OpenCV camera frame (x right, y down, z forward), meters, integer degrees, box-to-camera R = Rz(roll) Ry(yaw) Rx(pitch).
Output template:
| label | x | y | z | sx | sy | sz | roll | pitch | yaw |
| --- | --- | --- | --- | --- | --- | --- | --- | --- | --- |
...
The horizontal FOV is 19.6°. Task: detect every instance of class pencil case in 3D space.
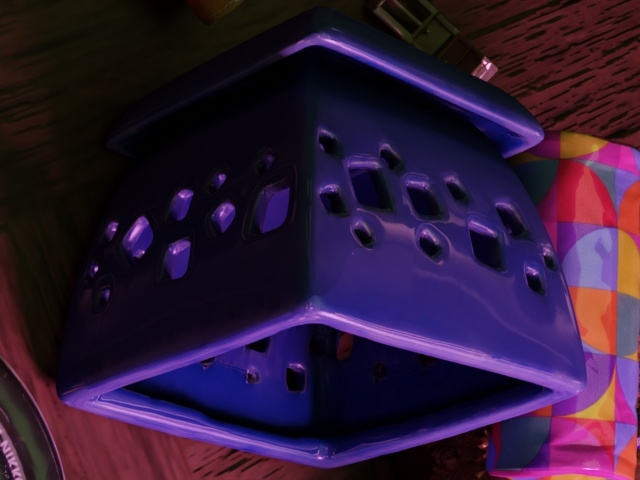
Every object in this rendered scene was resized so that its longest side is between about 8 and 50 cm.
| label | x | y | z | sx | sy | sz | roll | pitch | yaw |
| --- | --- | --- | --- | --- | --- | --- | --- | --- | --- |
| pencil case | 0.158 | 0.044 | 1.194 | 0.104 | 0.104 | 0.236 | 16 | 72 | -40 |

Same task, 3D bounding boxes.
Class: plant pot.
| label | x | y | z | sx | sy | sz | roll | pitch | yaw |
| --- | --- | --- | --- | --- | --- | --- | --- | --- | --- |
| plant pot | 0.000 | 0.000 | 1.138 | 0.236 | 0.236 | 0.212 | 19 | 62 | -39 |

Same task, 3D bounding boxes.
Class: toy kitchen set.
| label | x | y | z | sx | sy | sz | roll | pitch | yaw |
| --- | --- | --- | --- | --- | --- | --- | --- | --- | --- |
| toy kitchen set | 0.069 | -0.134 | 1.339 | 0.068 | 0.083 | 0.075 | -47 | 121 | 8 |

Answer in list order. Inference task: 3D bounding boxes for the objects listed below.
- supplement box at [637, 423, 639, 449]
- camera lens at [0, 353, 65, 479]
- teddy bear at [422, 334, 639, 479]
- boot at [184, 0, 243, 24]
| label | x | y | z | sx | sy | sz | roll | pitch | yaw |
| --- | --- | --- | --- | --- | --- | --- | --- | --- | --- |
| supplement box | 0.230 | 0.250 | 1.376 | 0.111 | 0.114 | 0.220 | -7 | 88 | -43 |
| camera lens | -0.262 | 0.137 | 0.826 | 0.219 | 0.274 | 0.219 | 11 | 74 | -42 |
| teddy bear | 0.161 | 0.116 | 1.281 | 0.113 | 0.245 | 0.338 | 72 | 22 | -76 |
| boot | -0.130 | -0.228 | 1.160 | 0.283 | 0.109 | 0.220 | -47 | 117 | -46 |
